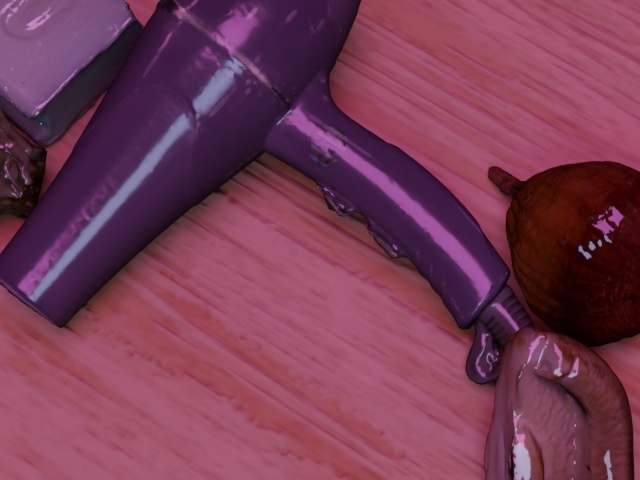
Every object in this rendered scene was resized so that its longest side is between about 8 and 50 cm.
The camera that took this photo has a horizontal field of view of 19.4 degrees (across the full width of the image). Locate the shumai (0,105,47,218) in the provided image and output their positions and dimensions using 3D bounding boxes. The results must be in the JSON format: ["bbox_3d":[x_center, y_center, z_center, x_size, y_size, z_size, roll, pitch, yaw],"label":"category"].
[{"bbox_3d":[-0.223,-0.056,1.225,0.087,0.099,0.123,4,82,-15],"label":"shumai"}]

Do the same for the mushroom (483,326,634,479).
[{"bbox_3d":[0.144,0.155,1.127,0.094,0.072,0.209,0,92,-9],"label":"mushroom"}]

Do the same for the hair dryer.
[{"bbox_3d":[0.000,0.000,1.190,0.361,0.121,0.301,39,85,10],"label":"hair dryer"}]

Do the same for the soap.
[{"bbox_3d":[-0.222,-0.167,1.273,0.198,0.063,0.114,38,75,14],"label":"soap"}]

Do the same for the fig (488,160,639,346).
[{"bbox_3d":[0.173,-0.002,1.184,0.119,0.153,0.119,-2,115,-5],"label":"fig"}]
